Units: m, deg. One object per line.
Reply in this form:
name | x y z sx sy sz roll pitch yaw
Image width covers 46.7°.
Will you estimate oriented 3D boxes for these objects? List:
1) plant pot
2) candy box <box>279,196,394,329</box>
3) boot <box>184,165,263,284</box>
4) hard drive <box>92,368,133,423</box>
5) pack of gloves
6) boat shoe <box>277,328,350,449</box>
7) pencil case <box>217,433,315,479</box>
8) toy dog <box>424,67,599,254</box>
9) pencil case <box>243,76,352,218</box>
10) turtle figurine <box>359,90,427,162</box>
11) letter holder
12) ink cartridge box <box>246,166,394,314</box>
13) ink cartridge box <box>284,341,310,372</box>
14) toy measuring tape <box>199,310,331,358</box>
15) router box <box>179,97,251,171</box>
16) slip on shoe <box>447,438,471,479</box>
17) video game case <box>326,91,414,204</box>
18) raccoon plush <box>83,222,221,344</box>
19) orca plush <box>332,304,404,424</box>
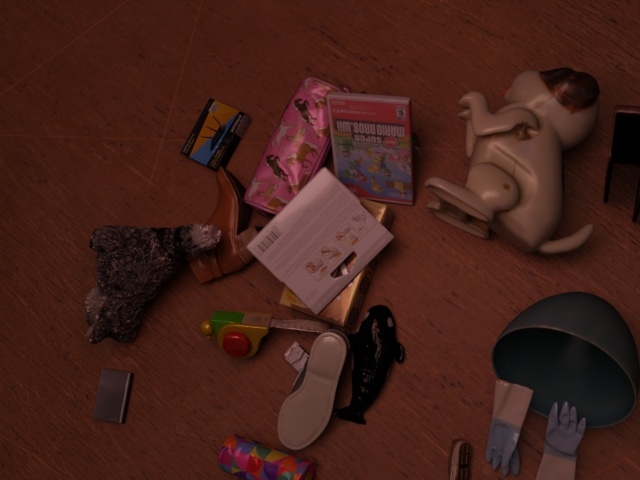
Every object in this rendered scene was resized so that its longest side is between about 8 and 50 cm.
plant pot | 0.530 0.221 1.549 0.290 0.290 0.195 20 49 23
candy box | 0.042 0.043 1.841 0.183 0.087 0.316 17 82 23
boot | -0.277 -0.039 1.979 0.220 0.109 0.283 -31 76 14
hard drive | -0.557 0.418 1.991 0.094 0.022 0.135 3 78 20
pack of gloves | 0.446 0.428 1.564 0.195 0.046 0.231 13 113 27
boat shoe | -0.008 0.353 1.774 0.116 0.099 0.319 23 104 9
pencil case | -0.128 0.543 1.769 0.237 0.104 0.104 15 82 24
toy dog | 0.464 -0.203 1.656 0.396 0.284 0.407 27 84 23
pencil case | -0.052 -0.232 1.909 0.167 0.160 0.385 25 84 -10
turtle figurine | 0.152 -0.261 1.847 0.175 0.234 0.118 -35 23 37
letter holder | 0.671 -0.120 1.545 0.152 0.302 0.214 9 80 21
ink cartridge box | 0.000 0.000 1.789 0.239 0.060 0.275 45 94 -1
ink cartridge box | -0.053 0.293 1.842 0.083 0.028 0.048 40 91 24
toy measuring tape | -0.140 0.243 1.856 0.331 0.121 0.121 5 78 6
router box | -0.292 -0.291 2.067 0.133 0.046 0.178 26 86 24
slip on shoe | 0.304 0.513 1.656 0.041 0.052 0.135 -3 81 60
video game case | 0.125 -0.222 1.802 0.204 0.285 0.025 9 39 21
raccoon plush | -0.453 0.117 1.876 0.447 0.216 0.298 -9 75 48
orca plush | 0.098 0.287 1.751 0.151 0.102 0.287 28 87 23
